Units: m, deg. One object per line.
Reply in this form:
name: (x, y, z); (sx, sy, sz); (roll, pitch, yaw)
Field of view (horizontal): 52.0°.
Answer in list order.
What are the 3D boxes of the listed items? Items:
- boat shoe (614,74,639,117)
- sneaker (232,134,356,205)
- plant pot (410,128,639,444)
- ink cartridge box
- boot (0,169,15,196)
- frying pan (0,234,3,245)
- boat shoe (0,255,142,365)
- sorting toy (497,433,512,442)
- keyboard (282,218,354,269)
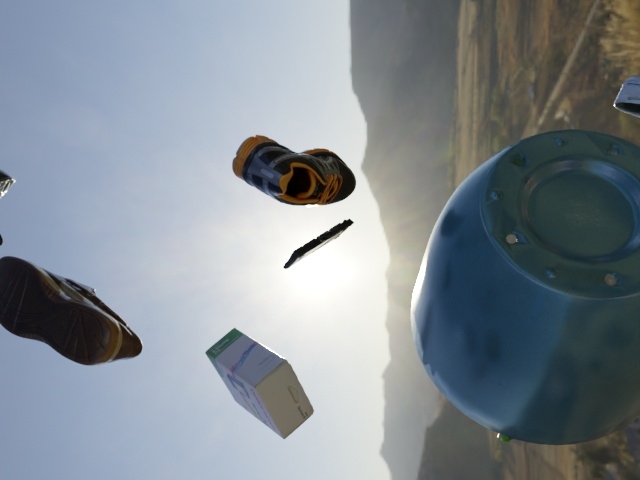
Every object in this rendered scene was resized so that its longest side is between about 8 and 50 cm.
boat shoe: (0.676, -0.241, 1.250); (0.076, 0.226, 0.083); (-53, -36, -12)
sneaker: (-0.017, -0.076, 0.859); (0.215, 0.083, 0.084); (3, -64, -50)
plant pot: (0.242, 0.030, 0.668); (0.235, 0.293, 0.293); (80, -167, -57)
ink cartridge box: (-0.127, 0.292, 1.360); (0.093, 0.212, 0.154); (-39, -58, -25)
boot: (-0.616, -0.124, 1.037); (0.161, 0.083, 0.246); (45, -170, -2)
frying pan: (-0.561, -0.089, 0.802); (0.326, 0.197, 0.053); (61, -163, -10)
boat shoe: (-0.456, 0.127, 1.170); (0.123, 0.342, 0.123); (26, -95, -62)
sorting toy: (0.292, 0.276, 0.970); (0.012, 0.062, 0.083); (63, -156, 5)
keyboard: (0.000, 0.000, 1.434); (0.180, 0.023, 0.108); (-33, -6, -38)
